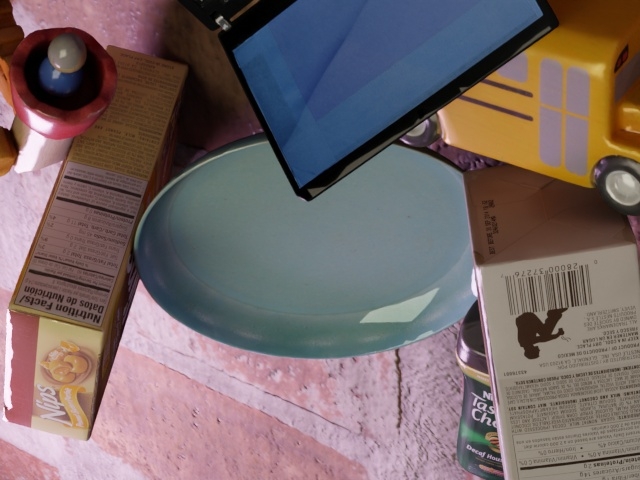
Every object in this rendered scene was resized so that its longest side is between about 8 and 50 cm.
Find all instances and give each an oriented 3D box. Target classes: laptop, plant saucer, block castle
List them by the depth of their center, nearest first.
[{"bbox_3d":[-0.015,-0.200,1.064,0.234,0.136,0.264,-35,124,23],"label":"laptop"},{"bbox_3d":[-0.383,-0.250,1.249,0.453,0.303,0.213,66,153,13],"label":"block castle"},{"bbox_3d":[0.000,0.000,1.331,0.318,0.043,0.317,-1,143,-1],"label":"plant saucer"}]

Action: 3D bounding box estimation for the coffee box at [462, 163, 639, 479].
[{"bbox_3d":[0.191,0.103,1.206,0.119,0.168,0.297,-9,117,6],"label":"coffee box"}]

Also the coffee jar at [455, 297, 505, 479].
[{"bbox_3d":[0.170,0.135,1.385,0.096,0.079,0.184,16,135,22],"label":"coffee jar"}]

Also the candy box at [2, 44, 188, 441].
[{"bbox_3d":[-0.203,-0.001,1.411,0.088,0.316,0.183,14,141,-2],"label":"candy box"}]

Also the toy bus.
[{"bbox_3d":[0.145,-0.130,1.131,0.333,0.108,0.130,20,135,30],"label":"toy bus"}]
